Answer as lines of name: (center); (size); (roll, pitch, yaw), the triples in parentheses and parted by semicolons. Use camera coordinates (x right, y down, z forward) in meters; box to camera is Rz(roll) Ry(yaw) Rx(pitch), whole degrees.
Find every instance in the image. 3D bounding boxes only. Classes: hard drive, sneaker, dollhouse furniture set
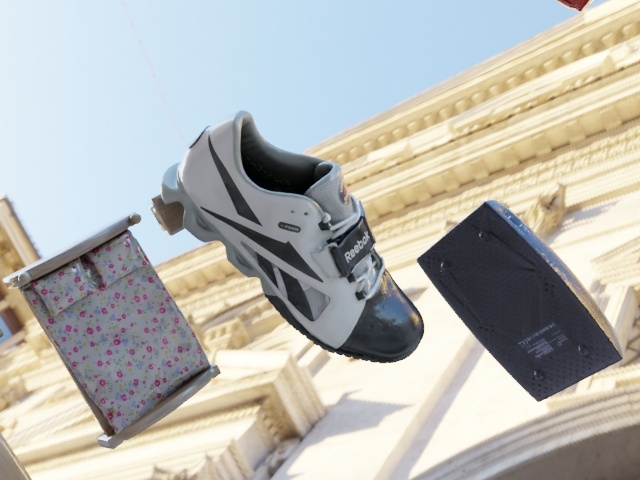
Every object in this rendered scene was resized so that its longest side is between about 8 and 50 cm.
hard drive: (0.260, 0.077, 1.081); (0.255, 0.054, 0.172); (50, -43, 5)
sneaker: (0.000, 0.000, 0.850); (0.330, 0.122, 0.146); (38, -50, -13)
dollhouse furniture set: (-0.169, 0.142, 0.775); (0.174, 0.355, 0.303); (-14, -72, 57)

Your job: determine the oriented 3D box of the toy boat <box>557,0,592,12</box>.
toy boat: (0.219, -0.318, 0.555); (0.148, 0.267, 0.318); (43, -58, 7)
